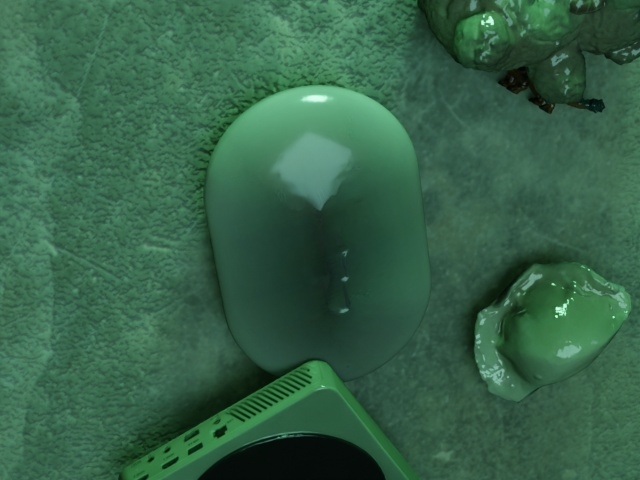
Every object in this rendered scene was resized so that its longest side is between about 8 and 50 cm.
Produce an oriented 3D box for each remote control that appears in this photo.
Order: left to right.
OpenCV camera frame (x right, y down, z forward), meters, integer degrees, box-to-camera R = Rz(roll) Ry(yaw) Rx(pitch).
[{"bbox_3d":[0.000,0.000,1.632,0.221,0.103,0.332,-11,114,-6],"label":"remote control"}]

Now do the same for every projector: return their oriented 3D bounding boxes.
[{"bbox_3d":[-0.045,0.268,1.716,0.257,0.079,0.259,-31,129,7],"label":"projector"}]

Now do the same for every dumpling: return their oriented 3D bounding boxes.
[{"bbox_3d":[0.247,0.092,1.760,0.188,0.108,0.127,-35,92,13],"label":"dumpling"}]

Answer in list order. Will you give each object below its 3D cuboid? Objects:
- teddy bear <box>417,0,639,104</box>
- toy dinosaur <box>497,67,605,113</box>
[{"bbox_3d":[0.232,-0.253,1.588,0.267,0.151,0.236,-5,106,-12],"label":"teddy bear"},{"bbox_3d":[0.232,-0.167,1.677,0.154,0.049,0.055,23,99,-20],"label":"toy dinosaur"}]
